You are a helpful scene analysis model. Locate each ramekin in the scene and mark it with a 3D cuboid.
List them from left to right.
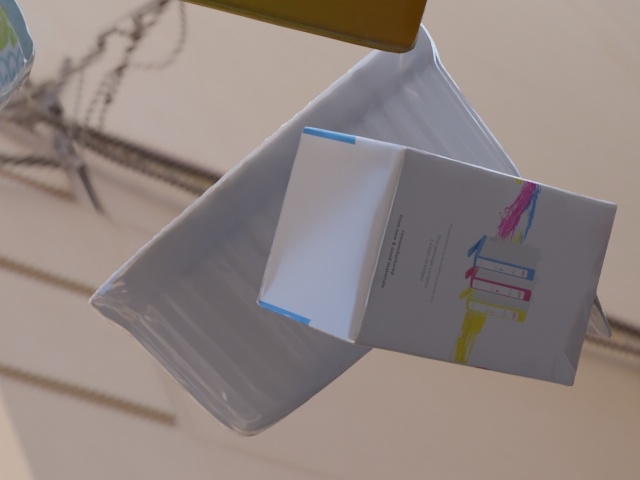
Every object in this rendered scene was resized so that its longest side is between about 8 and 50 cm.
[{"bbox_3d":[0.000,0.000,1.233,0.277,0.277,0.135,-41,-89,10],"label":"ramekin"}]

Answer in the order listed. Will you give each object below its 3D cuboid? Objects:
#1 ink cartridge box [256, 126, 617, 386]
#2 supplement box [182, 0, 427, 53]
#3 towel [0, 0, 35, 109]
[{"bbox_3d":[0.062,0.009,0.905,0.143,0.092,0.090,13,-88,-32],"label":"ink cartridge box"},{"bbox_3d":[-0.130,-0.200,0.610,0.356,0.195,0.194,10,-80,-40],"label":"supplement box"},{"bbox_3d":[-0.365,-0.184,1.208,0.090,0.320,0.374,-35,-78,30],"label":"towel"}]
